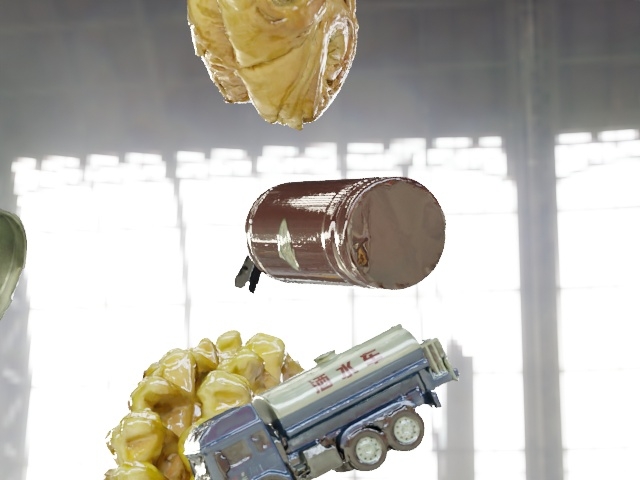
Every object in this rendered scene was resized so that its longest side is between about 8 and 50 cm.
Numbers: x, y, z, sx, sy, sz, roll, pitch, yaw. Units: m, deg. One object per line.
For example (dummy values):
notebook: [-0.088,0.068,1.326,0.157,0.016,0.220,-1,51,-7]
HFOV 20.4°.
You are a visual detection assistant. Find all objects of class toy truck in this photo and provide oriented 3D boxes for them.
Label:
toy truck: [0.004,0.129,1.264,0.202,0.088,0.074,-25,1,-18]

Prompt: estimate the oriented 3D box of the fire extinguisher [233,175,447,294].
fire extinguisher: [0.000,0.000,1.876,0.114,0.135,0.337,29,-11,-22]

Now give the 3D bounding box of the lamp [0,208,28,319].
lamp: [-0.398,-0.001,1.601,0.227,0.172,0.147,26,16,24]

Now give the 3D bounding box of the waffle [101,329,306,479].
waffle: [-0.086,0.254,1.652,0.151,0.261,0.324,-4,-69,26]

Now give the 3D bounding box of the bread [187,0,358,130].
bread: [-0.042,-0.237,1.760,0.120,0.198,0.236,4,-45,25]
